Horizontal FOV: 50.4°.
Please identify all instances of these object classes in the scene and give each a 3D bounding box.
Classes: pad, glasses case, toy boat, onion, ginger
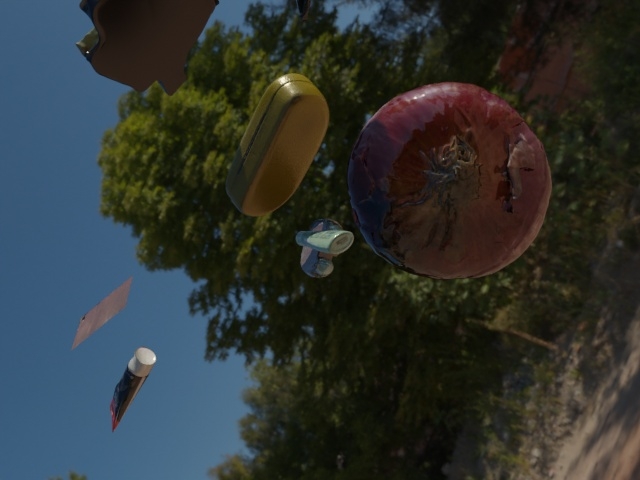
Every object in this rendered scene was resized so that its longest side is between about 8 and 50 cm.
[{"bbox_3d":[-0.496,0.165,1.548,0.187,0.006,0.113,-37,30,19],"label":"pad"},{"bbox_3d":[-0.107,-0.237,1.684,0.173,0.141,0.371,-2,-47,-41],"label":"glasses case"},{"bbox_3d":[0.016,0.024,1.745,0.227,0.085,0.155,-170,96,-75],"label":"toy boat"},{"bbox_3d":[0.218,-0.099,1.200,0.285,0.347,0.348,-63,-5,-83],"label":"onion"},{"bbox_3d":[-0.472,-0.581,1.792,0.413,0.211,0.358,-17,-38,-44],"label":"ginger"}]

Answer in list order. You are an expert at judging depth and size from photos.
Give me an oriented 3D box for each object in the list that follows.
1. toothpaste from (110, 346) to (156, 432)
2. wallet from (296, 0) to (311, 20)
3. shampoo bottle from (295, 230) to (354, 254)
[{"bbox_3d":[-0.382,0.295,1.348,0.193,0.045,0.071,-56,37,27],"label":"toothpaste"},{"bbox_3d":[-0.041,-0.580,1.369,0.146,0.030,0.285,101,163,-50],"label":"wallet"},{"bbox_3d":[0.000,0.000,1.511,0.069,0.041,0.190,-37,19,-22],"label":"shampoo bottle"}]
